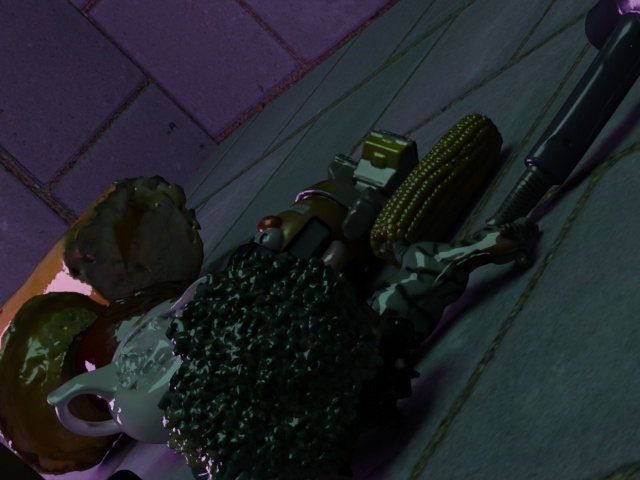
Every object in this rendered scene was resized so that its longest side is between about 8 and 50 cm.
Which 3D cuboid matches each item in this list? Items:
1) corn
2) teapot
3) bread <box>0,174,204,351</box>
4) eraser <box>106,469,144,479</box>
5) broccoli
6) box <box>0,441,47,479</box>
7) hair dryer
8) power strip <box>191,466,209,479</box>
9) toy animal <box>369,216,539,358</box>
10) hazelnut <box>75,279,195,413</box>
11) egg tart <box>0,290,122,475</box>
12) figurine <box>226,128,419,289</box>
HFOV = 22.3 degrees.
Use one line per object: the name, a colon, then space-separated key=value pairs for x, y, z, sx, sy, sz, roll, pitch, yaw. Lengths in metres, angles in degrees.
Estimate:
corn: x=0.137 y=-0.060 z=1.854 sx=0.231 sy=0.080 sz=0.080 roll=-51 pitch=12 yaw=-29
teapot: x=-0.201 y=0.164 z=2.062 sx=0.298 sy=0.139 sz=0.204 roll=-40 pitch=38 yaw=12
bread: x=-0.390 y=0.107 z=2.864 sx=0.394 sy=0.250 sz=0.361 roll=-44 pitch=8 yaw=33
eraser: x=-0.304 y=0.404 z=1.773 sx=0.332 sy=0.101 sz=0.155 roll=-44 pitch=11 yaw=17
broccoli: x=-0.024 y=0.155 z=1.495 sx=0.247 sy=0.263 sz=0.243 roll=-16 pitch=-23 yaw=-11
box: x=-0.422 y=0.366 z=2.121 sx=0.144 sy=0.201 sz=0.090 roll=-53 pitch=9 yaw=-27
hair dryer: x=0.272 y=-0.153 z=1.658 sx=0.361 sy=0.121 sz=0.301 roll=-53 pitch=3 yaw=-8
power strip: x=-0.070 y=0.202 z=1.749 sx=0.167 sy=0.054 sz=0.253 roll=-46 pitch=11 yaw=-2
toy animal: x=0.097 y=0.044 z=1.610 sx=0.255 sy=0.090 sz=0.170 roll=-46 pitch=14 yaw=15
hazelnut: x=-0.236 y=0.142 z=2.268 sx=0.181 sy=0.181 sz=0.212 roll=13 pitch=33 yaw=24
egg tart: x=-0.357 y=0.206 z=2.365 sx=0.118 sy=0.288 sz=0.288 roll=-6 pitch=35 yaw=39
figurine: x=0.003 y=0.000 z=1.973 sx=0.308 sy=0.143 sz=0.308 roll=-53 pitch=-6 yaw=-8
